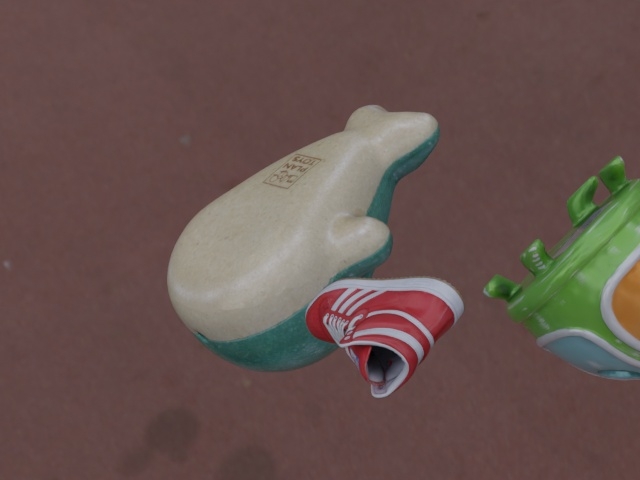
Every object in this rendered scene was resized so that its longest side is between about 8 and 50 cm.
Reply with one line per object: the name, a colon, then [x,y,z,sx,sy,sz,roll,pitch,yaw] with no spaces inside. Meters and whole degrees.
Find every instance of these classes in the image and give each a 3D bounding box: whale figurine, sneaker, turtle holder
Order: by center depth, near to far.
sneaker: [0.021,0.055,0.825,0.118,0.042,0.067,-12,30,48]
whale figurine: [0.000,0.000,1.249,0.272,0.141,0.216,-46,32,-21]
turtle holder: [0.349,0.071,1.815,0.227,0.320,0.243,44,51,4]
